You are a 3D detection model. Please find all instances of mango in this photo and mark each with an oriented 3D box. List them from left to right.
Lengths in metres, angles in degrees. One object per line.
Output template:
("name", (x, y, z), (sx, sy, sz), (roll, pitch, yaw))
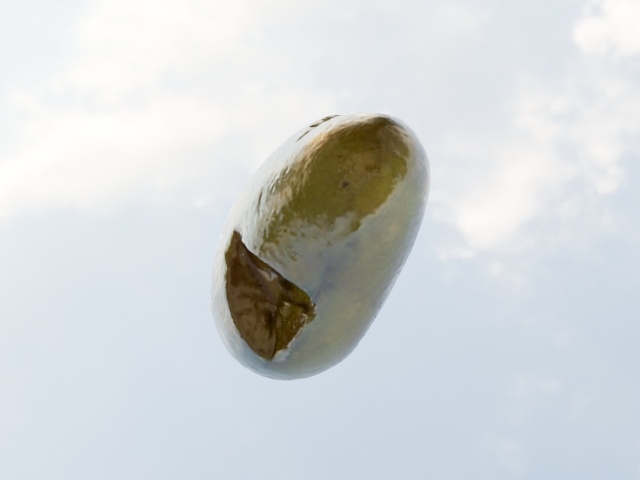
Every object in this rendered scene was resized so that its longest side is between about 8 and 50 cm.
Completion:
("mango", (0.000, 0.000, 1.061), (0.130, 0.262, 0.167), (22, -131, -8))
